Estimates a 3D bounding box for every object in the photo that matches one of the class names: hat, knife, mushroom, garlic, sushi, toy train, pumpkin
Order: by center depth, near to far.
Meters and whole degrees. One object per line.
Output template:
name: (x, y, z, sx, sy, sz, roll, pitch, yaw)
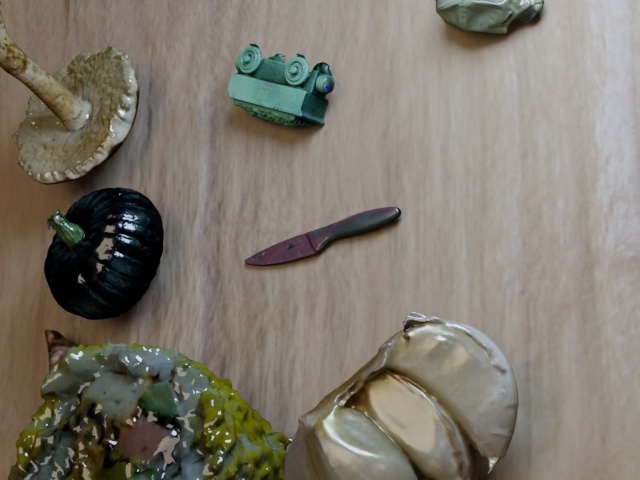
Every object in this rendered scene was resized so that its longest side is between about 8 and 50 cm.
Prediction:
garlic: (0.094, 0.229, 1.384, 0.281, 0.185, 0.203, -42, 77, -11)
sushi: (-0.225, 0.327, 1.504, 0.351, 0.240, 0.396, 11, 70, 35)
hat: (0.197, -0.325, 1.597, 0.122, 0.081, 0.166, -35, 45, 16)
knife: (0.000, 0.000, 1.637, 0.247, 0.018, 0.035, -20, 64, 31)
toy train: (-0.056, -0.210, 1.729, 0.172, 0.070, 0.099, 19, 93, 39)
pumpkin: (-0.300, 0.018, 1.762, 0.194, 0.150, 0.194, 3, 95, 36)
mushroom: (-0.427, -0.219, 1.866, 0.208, 0.301, 0.233, -42, 29, 56)

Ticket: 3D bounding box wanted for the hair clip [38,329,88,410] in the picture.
hair clip: (-0.360, 0.240, 1.725, 0.069, 0.173, 0.300, -4, 45, 2)
